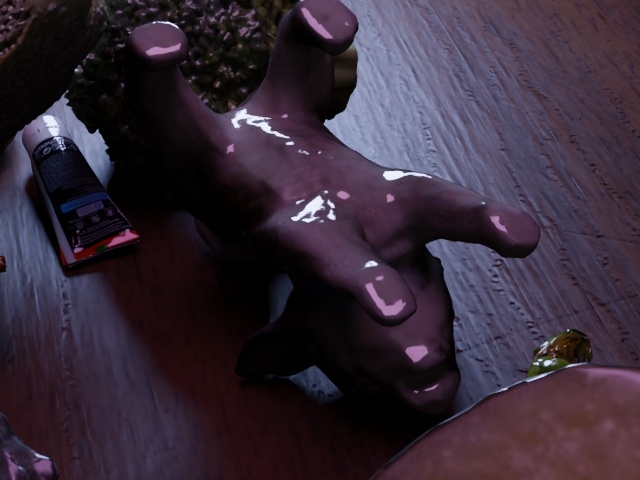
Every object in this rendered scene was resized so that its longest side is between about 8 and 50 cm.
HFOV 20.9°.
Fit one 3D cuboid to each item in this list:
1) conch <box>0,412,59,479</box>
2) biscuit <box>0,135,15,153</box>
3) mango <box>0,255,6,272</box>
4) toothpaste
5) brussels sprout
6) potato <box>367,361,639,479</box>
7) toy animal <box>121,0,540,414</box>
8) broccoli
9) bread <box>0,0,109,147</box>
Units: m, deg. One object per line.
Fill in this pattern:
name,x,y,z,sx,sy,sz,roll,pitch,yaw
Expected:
conch,-0.283,0.204,1.124,0.313,0.186,0.240,30,72,14
biscuit,-0.472,-0.139,1.715,0.394,0.070,0.350,28,43,36
mango,-0.390,0.049,1.359,0.287,0.152,0.201,-16,32,-18
toothpaste,-0.229,-0.043,1.584,0.071,0.045,0.193,-22,45,-12
brussels sprout,0.184,0.103,1.341,0.051,0.046,0.083,0,25,11
potato,0.205,0.299,0.858,0.442,0.319,0.385,34,89,30
toy animal,0.000,0.000,1.361,0.194,0.302,0.344,-26,65,-23
broccoli,-0.107,-0.183,1.586,0.260,0.235,0.288,-25,31,-14
bread,-0.273,-0.131,1.474,0.056,0.286,0.207,49,24,5
